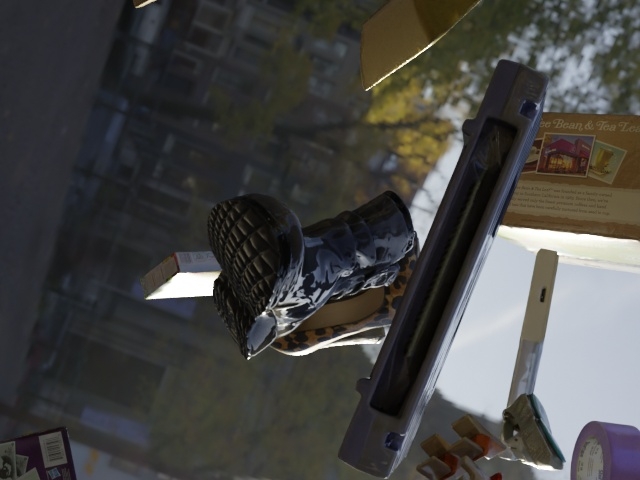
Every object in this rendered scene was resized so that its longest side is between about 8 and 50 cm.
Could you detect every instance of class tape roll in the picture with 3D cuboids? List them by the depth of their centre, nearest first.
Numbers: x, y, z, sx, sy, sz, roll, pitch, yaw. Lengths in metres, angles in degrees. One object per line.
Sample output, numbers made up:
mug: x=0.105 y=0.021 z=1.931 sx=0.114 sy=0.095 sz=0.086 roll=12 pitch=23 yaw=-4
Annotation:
tape roll: x=0.555 y=0.446 z=2.354 sx=0.189 sy=0.080 sz=0.189 roll=-172 pitch=-90 yaw=-80

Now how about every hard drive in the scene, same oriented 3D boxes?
hard drive: x=0.342 y=0.191 z=2.011 sx=0.307 sy=0.040 sz=0.203 roll=90 pitch=15 yaw=-45

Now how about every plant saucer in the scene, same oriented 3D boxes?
plant saucer: x=0.193 y=-0.373 z=1.709 sx=0.333 sy=0.081 sz=0.333 roll=-45 pitch=-173 yaw=-13

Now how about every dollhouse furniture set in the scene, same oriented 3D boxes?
dollhouse furniture set: x=0.190 y=0.449 z=1.925 sx=0.259 sy=0.135 sz=0.262 roll=-39 pitch=-162 yaw=33

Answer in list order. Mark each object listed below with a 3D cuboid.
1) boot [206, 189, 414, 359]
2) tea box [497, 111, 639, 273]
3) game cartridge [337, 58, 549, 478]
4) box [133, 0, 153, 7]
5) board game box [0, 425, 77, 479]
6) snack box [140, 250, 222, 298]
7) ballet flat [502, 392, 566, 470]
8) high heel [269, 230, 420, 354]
boot: x=0.000 y=0.000 z=1.303 sx=0.222 sy=0.118 sz=0.338 roll=-27 pitch=167 yaw=-15
tea box: x=0.499 y=-0.081 z=2.174 sx=0.329 sy=0.323 sz=0.220 roll=7 pitch=-100 yaw=39
game cartridge: x=0.111 y=0.030 z=1.092 sx=0.230 sy=0.068 sz=0.355 roll=44 pitch=68 yaw=-84
box: x=-0.236 y=-0.441 z=1.756 sx=0.201 sy=0.021 sz=0.164 roll=-11 pitch=-82 yaw=53
board game box: x=-0.346 y=0.394 z=1.334 sx=0.056 sy=0.208 sz=0.347 roll=150 pitch=-71 yaw=-75
snack box: x=-0.186 y=0.051 z=1.839 sx=0.100 sy=0.141 sz=0.037 roll=-33 pitch=-113 yaw=43
ballet flat: x=0.224 y=0.213 z=1.304 sx=0.052 sy=0.057 sz=0.168 roll=-32 pitch=-173 yaw=8
high heel: x=0.021 y=0.070 z=1.590 sx=0.261 sy=0.186 sz=0.093 roll=112 pitch=-30 yaw=-51
